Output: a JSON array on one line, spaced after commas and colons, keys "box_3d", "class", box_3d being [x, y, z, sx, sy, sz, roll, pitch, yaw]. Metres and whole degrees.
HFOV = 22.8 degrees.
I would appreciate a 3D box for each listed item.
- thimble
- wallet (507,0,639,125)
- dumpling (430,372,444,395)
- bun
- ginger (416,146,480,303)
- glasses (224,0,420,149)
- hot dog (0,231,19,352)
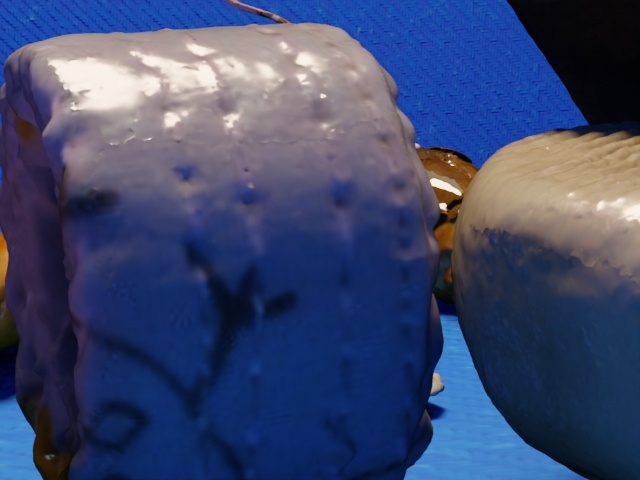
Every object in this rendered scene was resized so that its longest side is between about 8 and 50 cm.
[{"box_3d": [-0.032, 0.011, 0.486, 0.117, 0.151, 0.127, -7, 15, -22], "class": "thimble"}, {"box_3d": [0.197, -0.024, 0.579, 0.170, 0.044, 0.321, -2, -28, 30], "class": "wallet"}, {"box_3d": [-0.010, 0.036, 0.668, 0.134, 0.100, 0.169, 33, -18, 4], "class": "dumpling"}, {"box_3d": [0.124, 0.029, 0.463, 0.173, 0.113, 0.166, -4, 15, -26], "class": "bun"}, {"box_3d": [0.010, -0.007, 1.068, 0.309, 0.107, 0.133, 2, 30, 34], "class": "ginger"}, {"box_3d": [-0.015, -0.106, 1.170, 0.162, 0.095, 0.255, 32, -6, -24], "class": "glasses"}, {"box_3d": [-0.177, 0.033, 0.807, 0.100, 0.068, 0.249, -12, 3, -3], "class": "hot dog"}]
